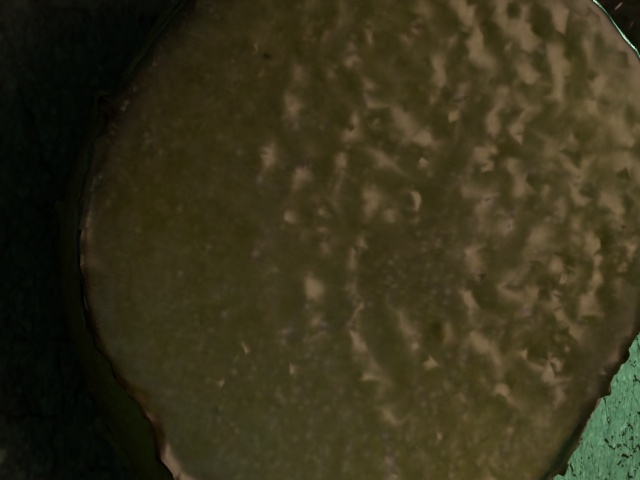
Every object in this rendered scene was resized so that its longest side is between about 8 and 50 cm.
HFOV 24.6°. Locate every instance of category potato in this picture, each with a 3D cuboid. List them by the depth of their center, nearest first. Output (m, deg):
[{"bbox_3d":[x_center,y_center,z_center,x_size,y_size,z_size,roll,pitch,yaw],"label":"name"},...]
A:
[{"bbox_3d":[0.000,0.000,1.057,0.385,0.319,0.442,23,85,-13],"label":"potato"}]

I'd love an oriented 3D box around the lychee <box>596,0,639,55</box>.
[{"bbox_3d":[0.208,-0.306,1.213,0.380,0.432,0.380,-23,123,-42],"label":"lychee"}]
